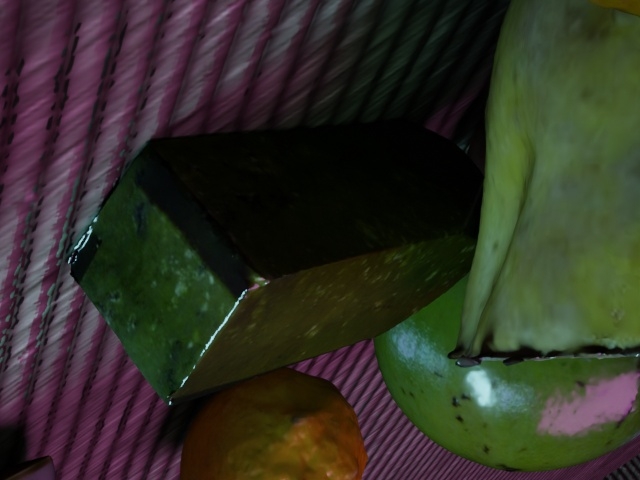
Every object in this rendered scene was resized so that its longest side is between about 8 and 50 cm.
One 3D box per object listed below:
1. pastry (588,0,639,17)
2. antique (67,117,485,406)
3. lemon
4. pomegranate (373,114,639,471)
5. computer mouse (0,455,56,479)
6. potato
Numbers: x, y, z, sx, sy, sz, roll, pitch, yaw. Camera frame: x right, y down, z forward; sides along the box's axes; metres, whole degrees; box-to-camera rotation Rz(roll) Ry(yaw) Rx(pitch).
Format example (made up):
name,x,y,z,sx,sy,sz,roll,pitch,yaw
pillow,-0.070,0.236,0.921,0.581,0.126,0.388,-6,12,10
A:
name,x,y,z,sx,sy,sz,roll,pitch,yaw
pastry,0.114,-0.165,0.381,0.235,0.132,0.240,5,140,-23
antique,0.000,0.000,0.673,0.221,0.080,0.081,-12,147,-51
lemon,-0.030,0.139,0.903,0.114,0.114,0.155,-28,163,-26
pomegranate,0.107,0.028,0.842,0.179,0.211,0.179,-27,-166,7
computer mouse,-0.189,0.167,0.786,0.102,0.045,0.199,-26,159,-25
potato,0.185,-0.076,0.612,0.288,0.237,0.301,-5,178,8
